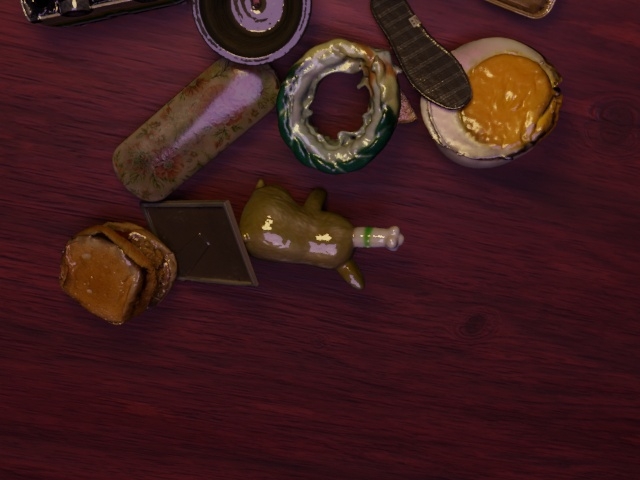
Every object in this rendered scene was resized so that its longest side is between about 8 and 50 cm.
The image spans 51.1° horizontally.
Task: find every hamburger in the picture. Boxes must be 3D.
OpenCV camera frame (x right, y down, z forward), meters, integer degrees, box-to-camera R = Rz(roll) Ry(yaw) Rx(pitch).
[{"bbox_3d":[-0.469,0.070,1.555,0.244,0.163,0.245,7,116,15],"label":"hamburger"}]

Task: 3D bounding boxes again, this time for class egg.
[{"bbox_3d":[0.360,-0.283,1.436,0.286,0.174,0.264,-44,79,1],"label":"egg"}]

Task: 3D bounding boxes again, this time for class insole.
[{"bbox_3d":[0.205,-0.395,1.382,0.110,0.012,0.310,-31,79,5],"label":"insole"}]

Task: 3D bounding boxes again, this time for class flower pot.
[{"bbox_3d":[-0.133,-0.479,1.347,0.235,0.148,0.236,0,110,0],"label":"flower pot"}]

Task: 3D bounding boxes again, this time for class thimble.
[{"bbox_3d":[0.046,-0.286,1.409,0.254,0.167,0.288,38,108,-5],"label":"thimble"}]

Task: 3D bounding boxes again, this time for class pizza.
[{"bbox_3d":[0.162,-0.311,1.493,0.122,0.026,0.109,4,110,-1],"label":"pizza"}]

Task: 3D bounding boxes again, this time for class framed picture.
[{"bbox_3d":[-0.281,0.005,1.525,0.289,0.016,0.213,1,119,38],"label":"framed picture"}]

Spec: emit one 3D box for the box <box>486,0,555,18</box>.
[{"bbox_3d":[0.399,-0.526,1.369,0.177,0.111,0.111,17,111,-8],"label":"box"}]

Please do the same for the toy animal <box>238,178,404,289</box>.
[{"bbox_3d":[-0.007,-0.008,1.527,0.362,0.180,0.181,13,111,-5],"label":"toy animal"}]

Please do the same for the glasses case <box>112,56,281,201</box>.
[{"bbox_3d":[-0.272,-0.250,1.465,0.425,0.098,0.156,-37,104,13],"label":"glasses case"}]

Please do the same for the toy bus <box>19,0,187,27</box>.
[{"bbox_3d":[-0.417,-0.512,1.309,0.305,0.179,0.143,-12,98,2],"label":"toy bus"}]
